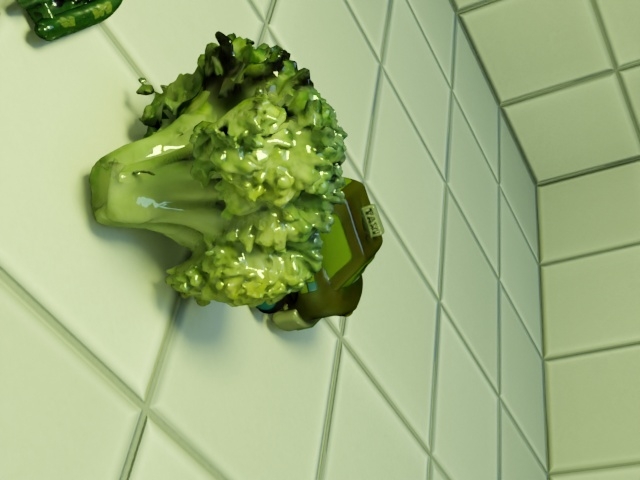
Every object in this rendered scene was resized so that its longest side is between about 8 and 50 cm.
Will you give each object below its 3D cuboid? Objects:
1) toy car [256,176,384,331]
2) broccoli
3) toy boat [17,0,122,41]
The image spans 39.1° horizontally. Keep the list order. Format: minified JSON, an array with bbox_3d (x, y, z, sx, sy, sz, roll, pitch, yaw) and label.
[{"bbox_3d":[0.000,0.000,1.341,0.204,0.198,0.247,-38,112,-64],"label":"toy car"},{"bbox_3d":[-0.137,-0.078,1.098,0.281,0.347,0.293,-5,36,-35],"label":"broccoli"},{"bbox_3d":[-0.295,-0.301,1.066,0.104,0.052,0.210,65,27,-15],"label":"toy boat"}]
